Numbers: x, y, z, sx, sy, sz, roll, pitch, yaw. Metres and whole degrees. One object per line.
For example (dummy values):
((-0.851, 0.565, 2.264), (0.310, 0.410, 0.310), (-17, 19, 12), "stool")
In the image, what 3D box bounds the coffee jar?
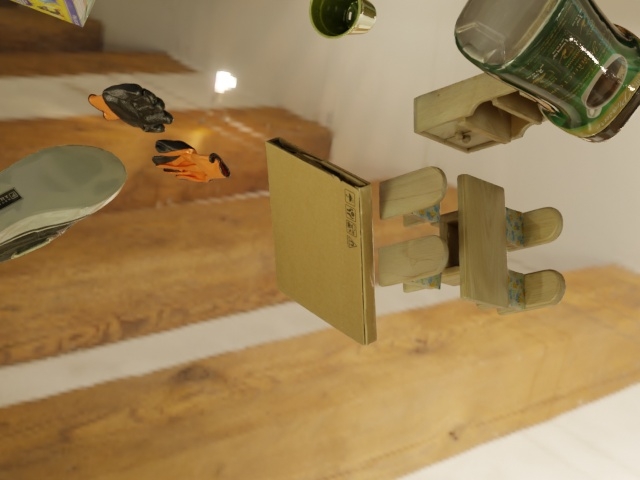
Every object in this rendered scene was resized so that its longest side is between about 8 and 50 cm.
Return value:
((0.188, -0.144, 0.889), (0.184, 0.096, 0.079), (24, -165, -49), "coffee jar")

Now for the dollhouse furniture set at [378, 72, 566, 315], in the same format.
((0.193, -0.052, 1.246), (0.212, 0.242, 0.161), (15, 158, -42), "dollhouse furniture set")

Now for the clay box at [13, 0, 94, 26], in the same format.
((-0.395, -0.345, 1.415), (0.222, 0.053, 0.127), (20, 167, 2), "clay box")

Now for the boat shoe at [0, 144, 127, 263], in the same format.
((-0.288, -0.026, 1.098), (0.219, 0.070, 0.077), (-25, -111, -32), "boat shoe")

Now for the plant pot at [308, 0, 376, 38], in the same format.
((0.040, -0.320, 1.616), (0.083, 0.083, 0.079), (23, -167, 30), "plant pot")

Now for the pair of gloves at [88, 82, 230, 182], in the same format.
((-0.096, -0.063, 0.687), (0.074, 0.083, 0.010), (4, -127, 51), "pair of gloves")

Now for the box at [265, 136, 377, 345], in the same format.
((0.000, 0.000, 1.280), (0.021, 0.201, 0.164), (-25, -143, -31), "box")
